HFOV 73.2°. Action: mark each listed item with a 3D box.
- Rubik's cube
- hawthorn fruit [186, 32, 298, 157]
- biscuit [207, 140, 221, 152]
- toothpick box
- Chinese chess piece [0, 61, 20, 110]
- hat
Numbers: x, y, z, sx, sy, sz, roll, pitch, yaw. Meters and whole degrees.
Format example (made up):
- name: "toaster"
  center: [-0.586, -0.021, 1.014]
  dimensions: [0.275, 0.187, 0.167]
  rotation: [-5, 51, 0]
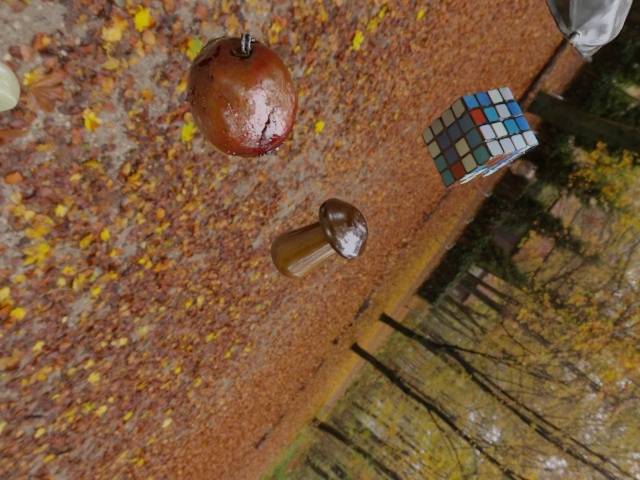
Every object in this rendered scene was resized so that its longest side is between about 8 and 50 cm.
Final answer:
- name: "Rubik's cube"
  center: [0.351, -0.228, 0.965]
  dimensions: [0.155, 0.151, 0.154]
  rotation: [-18, 171, -27]
- name: "hawthorn fruit"
  center: [-0.207, -0.372, 1.126]
  dimensions: [0.316, 0.316, 0.316]
  rotation: [-45, 162, -19]
- name: "biscuit"
  center: [-0.232, -0.347, 1.360]
  dimensions: [0.260, 0.041, 0.203]
  rotation: [-23, 149, -19]
- name: "toothpick box"
  center: [0.000, 0.000, 1.287]
  dimensions: [0.294, 0.192, 0.192]
  rotation: [-28, 176, 31]
- name: "Chinese chess piece"
  center: [-1.044, -0.467, 1.278]
  dimensions: [0.250, 0.250, 0.101]
  rotation: [-3, 87, -68]
- name: "hat"
  center: [0.676, -0.647, 0.949]
  dimensions: [0.366, 0.257, 0.381]
  rotation: [17, 137, -32]
